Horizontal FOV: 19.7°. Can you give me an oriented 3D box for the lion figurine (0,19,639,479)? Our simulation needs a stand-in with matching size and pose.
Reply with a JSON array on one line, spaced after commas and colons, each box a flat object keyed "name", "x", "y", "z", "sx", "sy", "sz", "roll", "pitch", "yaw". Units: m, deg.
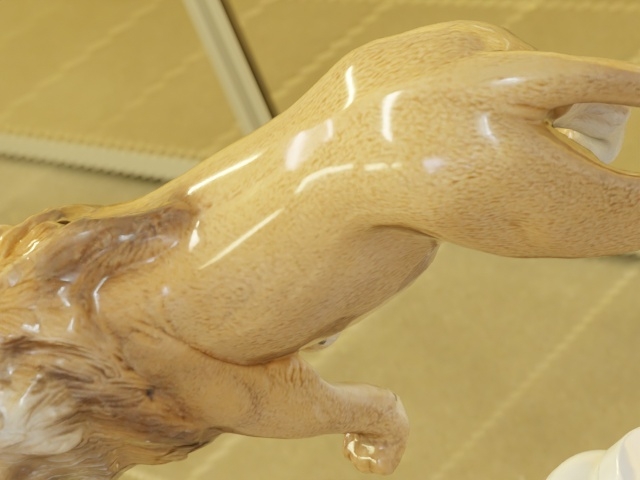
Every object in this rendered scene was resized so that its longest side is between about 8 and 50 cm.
[{"name": "lion figurine", "x": 0.000, "y": 0.000, "z": 0.708, "sx": 0.392, "sy": 0.240, "sz": 0.142, "roll": -40, "pitch": 55, "yaw": 27}]

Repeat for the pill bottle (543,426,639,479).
[{"name": "pill bottle", "x": 0.180, "y": 0.220, "z": 1.250, "sx": 0.216, "sy": 0.121, "sz": 0.121, "roll": -52, "pitch": 5, "yaw": 42}]
